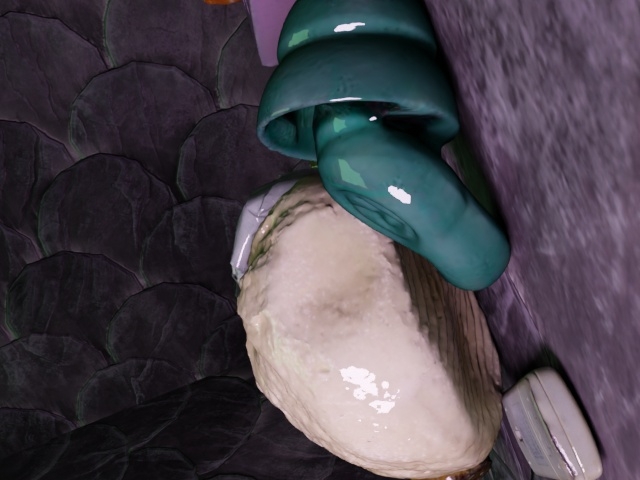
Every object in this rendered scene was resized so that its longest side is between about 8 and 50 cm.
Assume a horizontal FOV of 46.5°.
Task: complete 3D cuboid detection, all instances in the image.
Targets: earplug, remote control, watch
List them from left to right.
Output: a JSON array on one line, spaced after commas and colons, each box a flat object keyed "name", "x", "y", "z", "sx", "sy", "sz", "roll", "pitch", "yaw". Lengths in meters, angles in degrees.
[{"name": "watch", "x": 0.000, "y": 0.000, "z": 1.065, "sx": 0.241, "sy": 0.253, "sz": 0.162, "roll": 30, "pitch": -173, "yaw": -8}, {"name": "earplug", "x": 0.067, "y": -0.091, "z": 0.627, "sx": 0.164, "sy": 0.257, "sz": 0.280, "roll": -11, "pitch": 84, "yaw": 53}, {"name": "remote control", "x": 0.211, "y": 0.177, "z": 0.701, "sx": 0.233, "sy": 0.038, "sz": 0.098, "roll": 65, "pitch": -176, "yaw": -72}]

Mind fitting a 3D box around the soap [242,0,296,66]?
[{"name": "soap", "x": -0.084, "y": -0.442, "z": 1.063, "sx": 0.285, "sy": 0.107, "sz": 0.296, "roll": 85, "pitch": 169, "yaw": -76}]

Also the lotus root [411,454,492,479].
[{"name": "lotus root", "x": 0.159, "y": 0.247, "z": 1.112, "sx": 0.267, "sy": 0.149, "sz": 0.260, "roll": 25, "pitch": -156, "yaw": -45}]

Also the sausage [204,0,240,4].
[{"name": "sausage", "x": -0.221, "y": -0.663, "z": 1.542, "sx": 0.287, "sy": 0.233, "sz": 0.233, "roll": 65, "pitch": -177, "yaw": -78}]

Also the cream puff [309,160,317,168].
[{"name": "cream puff", "x": 0.038, "y": -0.150, "z": 1.158, "sx": 0.103, "sy": 0.126, "sz": 0.144, "roll": 48, "pitch": -158, "yaw": -38}]

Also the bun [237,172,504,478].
[{"name": "bun", "x": 0.046, "y": 0.104, "z": 0.833, "sx": 0.352, "sy": 0.227, "sz": 0.349, "roll": 48, "pitch": -155, "yaw": -32}]
